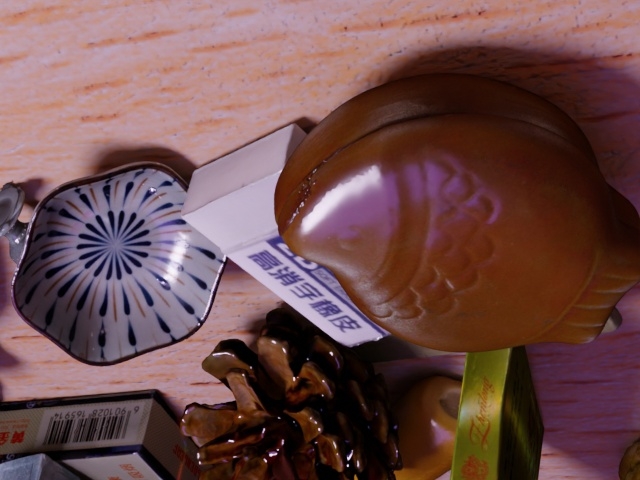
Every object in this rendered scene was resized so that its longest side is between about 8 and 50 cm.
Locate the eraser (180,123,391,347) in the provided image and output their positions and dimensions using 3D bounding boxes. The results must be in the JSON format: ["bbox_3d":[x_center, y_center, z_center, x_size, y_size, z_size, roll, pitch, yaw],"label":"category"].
[{"bbox_3d":[0.000,0.000,1.171,0.124,0.068,0.210,-21,133,38],"label":"eraser"}]

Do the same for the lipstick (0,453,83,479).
[{"bbox_3d":[-0.228,0.338,1.529,0.068,0.066,0.317,-18,135,30],"label":"lipstick"}]

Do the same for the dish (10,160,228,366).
[{"bbox_3d":[-0.175,0.010,1.196,0.190,0.066,0.191,-9,117,-17],"label":"dish"}]

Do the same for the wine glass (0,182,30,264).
[{"bbox_3d":[-0.238,0.020,1.250,0.072,0.072,0.155,-19,135,33],"label":"wine glass"}]

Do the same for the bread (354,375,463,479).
[{"bbox_3d":[0.087,0.220,1.433,0.092,0.074,0.239,18,143,-18],"label":"bread"}]

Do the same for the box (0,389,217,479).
[{"bbox_3d":[-0.283,0.261,1.565,0.310,0.084,0.198,-8,140,22],"label":"box"}]

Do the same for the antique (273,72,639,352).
[{"bbox_3d":[0.105,-0.018,1.047,0.278,0.129,0.223,13,129,-14],"label":"antique"}]

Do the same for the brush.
[{"bbox_3d":[0.135,0.071,1.252,0.282,0.048,0.054,-13,141,39],"label":"brush"}]

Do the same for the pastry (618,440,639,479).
[{"bbox_3d":[0.388,0.265,1.395,0.188,0.103,0.189,7,144,5],"label":"pastry"}]

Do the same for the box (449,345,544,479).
[{"bbox_3d":[0.161,0.195,1.250,0.043,0.173,0.311,4,155,15],"label":"box"}]

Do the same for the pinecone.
[{"bbox_3d":[-0.026,0.178,1.296,0.202,0.201,0.229,-4,123,31],"label":"pinecone"}]
